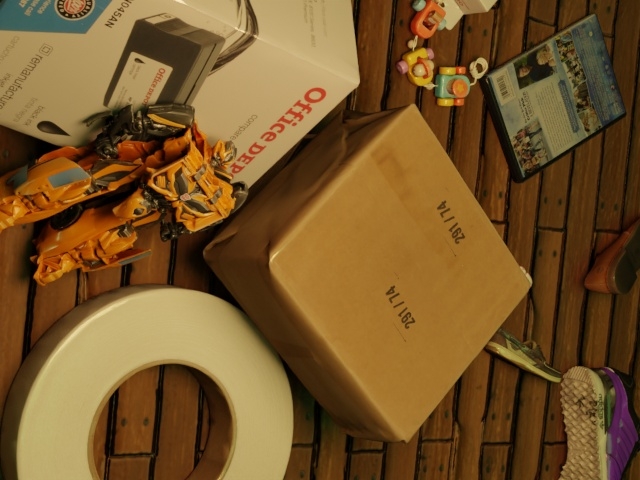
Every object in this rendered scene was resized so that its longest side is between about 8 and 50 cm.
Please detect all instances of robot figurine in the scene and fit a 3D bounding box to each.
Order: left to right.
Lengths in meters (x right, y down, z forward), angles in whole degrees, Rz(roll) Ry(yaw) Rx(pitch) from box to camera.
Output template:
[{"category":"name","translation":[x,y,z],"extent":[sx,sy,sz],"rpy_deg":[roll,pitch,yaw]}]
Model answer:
[{"category":"robot figurine","translation":[-0.229,-0.049,1.431],"extent":[0.211,0.291,0.085],"rpy_deg":[56,22,-44]}]

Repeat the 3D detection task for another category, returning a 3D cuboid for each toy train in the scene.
[{"category":"toy train","translation":[0.181,-0.269,1.796],"extent":[0.166,0.046,0.125],"rpy_deg":[40,82,-29]}]

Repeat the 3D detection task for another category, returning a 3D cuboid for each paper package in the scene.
[{"category":"paper package","translation":[0.069,0.039,1.585],"extent":[0.309,0.168,0.325],"rpy_deg":[-47,115,-23]}]

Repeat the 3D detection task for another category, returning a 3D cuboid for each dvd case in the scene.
[{"category":"dvd case","translation":[0.369,-0.224,1.942],"extent":[0.253,0.022,0.180],"rpy_deg":[-32,111,-26]}]

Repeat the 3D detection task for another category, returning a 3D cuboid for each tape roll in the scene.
[{"category":"tape roll","translation":[-0.215,0.249,1.587],"extent":[0.392,0.072,0.392],"rpy_deg":[-3,96,-33]}]

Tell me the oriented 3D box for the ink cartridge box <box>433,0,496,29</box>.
[{"category":"ink cartridge box","translation":[0.230,-0.406,1.815],"extent":[0.180,0.060,0.104],"rpy_deg":[-51,117,-18]}]

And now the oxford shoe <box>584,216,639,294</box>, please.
[{"category":"oxford shoe","translation":[0.494,0.017,2.020],"extent":[0.212,0.076,0.076],"rpy_deg":[-38,112,-41]}]

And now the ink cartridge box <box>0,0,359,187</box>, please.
[{"category":"ink cartridge box","translation":[-0.194,-0.226,1.412],"extent":[0.395,0.285,0.166],"rpy_deg":[20,48,-32]}]

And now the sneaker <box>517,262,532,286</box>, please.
[{"category":"sneaker","translation":[0.242,0.052,1.864],"extent":[0.170,0.063,0.074],"rpy_deg":[25,80,-26]}]

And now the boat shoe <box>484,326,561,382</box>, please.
[{"category":"boat shoe","translation":[0.324,0.179,1.930],"extent":[0.152,0.056,0.049],"rpy_deg":[27,85,-31]}]

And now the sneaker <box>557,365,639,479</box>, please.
[{"category":"sneaker","translation":[0.471,0.348,2.010],"extent":[0.146,0.102,0.293],"rpy_deg":[-1,95,-33]}]

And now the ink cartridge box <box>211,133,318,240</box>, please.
[{"category":"ink cartridge box","translation":[0.000,0.000,1.691],"extent":[0.235,0.088,0.193],"rpy_deg":[43,71,-28]}]
